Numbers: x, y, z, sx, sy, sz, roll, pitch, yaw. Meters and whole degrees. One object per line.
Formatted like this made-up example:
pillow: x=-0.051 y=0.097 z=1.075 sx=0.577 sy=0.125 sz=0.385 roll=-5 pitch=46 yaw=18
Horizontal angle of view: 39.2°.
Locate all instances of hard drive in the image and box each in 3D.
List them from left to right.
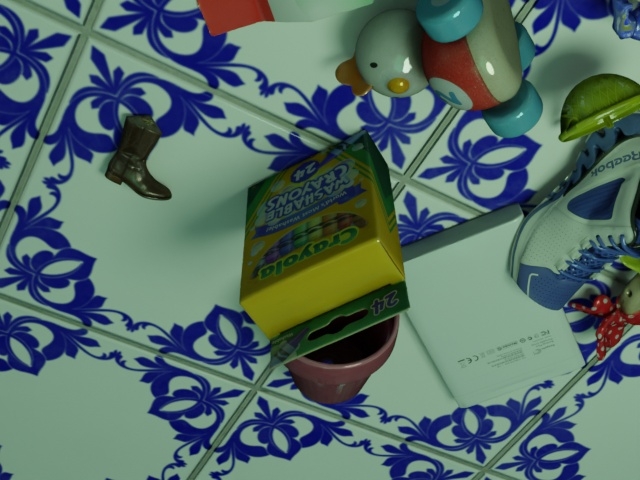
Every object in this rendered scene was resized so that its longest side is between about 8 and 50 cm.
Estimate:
hard drive: x=0.273 y=0.119 z=1.478 sx=0.232 sy=0.047 sz=0.353 roll=-22 pitch=125 yaw=14

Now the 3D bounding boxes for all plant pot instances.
plant pot: x=0.018 y=0.161 z=1.424 sx=0.201 sy=0.201 sz=0.180 roll=0 pitch=143 yaw=-2

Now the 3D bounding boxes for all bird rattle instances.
bird rattle: x=0.535 y=0.086 z=1.420 sx=0.206 sy=0.143 sz=0.254 roll=-4 pitch=132 yaw=-20

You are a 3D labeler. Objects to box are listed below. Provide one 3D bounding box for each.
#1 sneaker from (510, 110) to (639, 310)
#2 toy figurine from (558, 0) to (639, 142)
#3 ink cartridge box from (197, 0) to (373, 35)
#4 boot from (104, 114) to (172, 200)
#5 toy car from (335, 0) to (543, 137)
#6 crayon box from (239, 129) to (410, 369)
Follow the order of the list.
sneaker: x=0.403 y=-0.013 z=1.272 sx=0.127 sy=0.182 sz=0.316 roll=14 pitch=119 yaw=-25
toy figurine: x=0.436 y=-0.294 z=1.150 sx=0.362 sy=0.191 sz=0.217 roll=-23 pitch=96 yaw=12
ink cartridge box: x=-0.064 y=-0.352 z=1.110 sx=0.224 sy=0.056 sz=0.181 roll=-16 pitch=126 yaw=8
boot: x=-0.245 y=-0.120 z=1.291 sx=0.106 sy=0.037 sz=0.114 roll=21 pitch=119 yaw=-19
toy car: x=0.125 y=-0.231 z=1.130 sx=0.237 sy=0.210 sz=0.219 roll=-19 pitch=138 yaw=27
crayon box: x=0.000 y=0.000 z=1.206 sx=0.203 sy=0.323 sz=0.083 roll=-25 pitch=124 yaw=16
